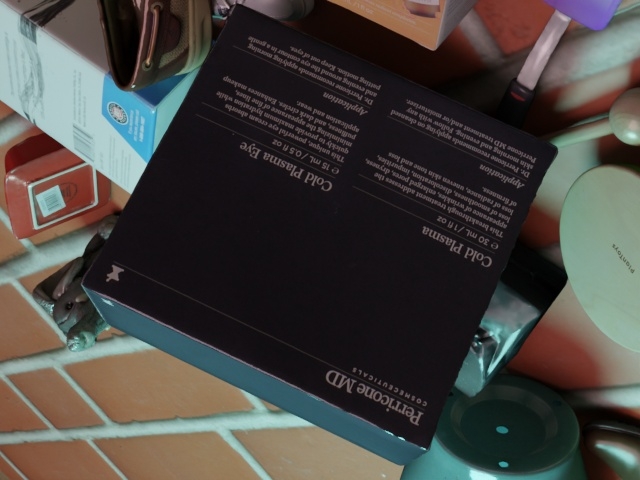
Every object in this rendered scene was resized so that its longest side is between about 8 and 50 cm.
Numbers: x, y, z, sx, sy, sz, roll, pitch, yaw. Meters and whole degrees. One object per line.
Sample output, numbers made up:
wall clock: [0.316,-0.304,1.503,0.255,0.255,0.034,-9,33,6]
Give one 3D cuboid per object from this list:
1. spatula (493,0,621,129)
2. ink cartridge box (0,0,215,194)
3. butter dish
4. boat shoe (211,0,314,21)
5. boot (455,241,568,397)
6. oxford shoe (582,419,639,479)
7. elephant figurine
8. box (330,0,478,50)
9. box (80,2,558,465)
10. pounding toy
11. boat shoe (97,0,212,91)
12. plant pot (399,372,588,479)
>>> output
spatula: [0.201,-0.166,1.014,0.084,0.030,0.296,34,146,11]
ink cartridge box: [-0.291,-0.221,1.320,0.307,0.129,0.223,35,152,6]
butter dish: [-0.398,-0.104,1.582,0.118,0.160,0.160,51,153,26]
boat shoe: [-0.094,-0.261,1.157,0.184,0.063,0.066,21,142,26]
boot: [0.030,0.031,1.324,0.445,0.146,0.367,32,148,3]
oxford shoe: [0.405,0.297,1.293,0.227,0.096,0.083,34,148,12]
elephant figurine: [-0.348,0.085,1.638,0.169,0.239,0.186,30,145,14]
box: [0.079,-0.277,0.949,0.130,0.091,0.170,28,145,17]
box: [0.000,0.000,1.055,0.343,0.312,0.179,26,163,4]
pounding toy: [0.318,-0.020,1.031,0.183,0.110,0.237,-27,80,65]
boat shoe: [-0.191,-0.308,1.070,0.123,0.123,0.342,25,133,32]
plant pot: [0.220,0.317,1.367,0.271,0.271,0.255,19,127,27]
